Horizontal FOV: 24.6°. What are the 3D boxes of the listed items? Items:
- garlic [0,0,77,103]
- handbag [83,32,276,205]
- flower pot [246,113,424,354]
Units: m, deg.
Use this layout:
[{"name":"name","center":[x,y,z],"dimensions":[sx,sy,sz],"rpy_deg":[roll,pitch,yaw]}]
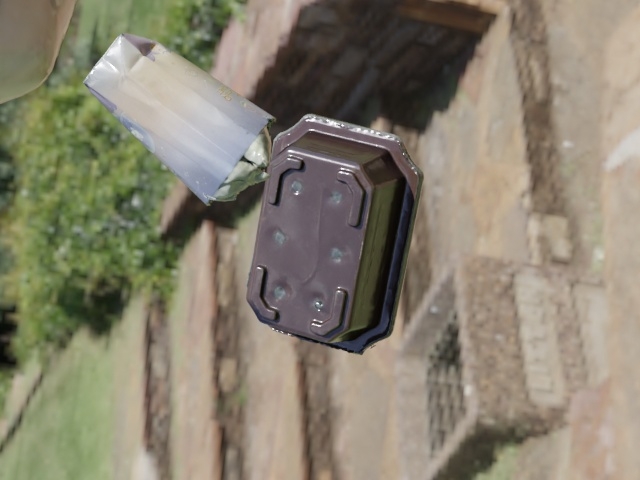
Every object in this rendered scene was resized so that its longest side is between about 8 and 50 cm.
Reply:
[{"name":"garlic","center":[-0.200,-0.185,0.544],"dimensions":[0.340,0.246,0.231],"rpy_deg":[49,131,23]},{"name":"handbag","center":[-0.113,-0.101,1.249],"dimensions":[0.095,0.173,0.117],"rpy_deg":[-54,0,7]},{"name":"flower pot","center":[0.000,0.000,1.564],"dimensions":[0.084,0.179,0.250],"rpy_deg":[-21,-56,-65]}]
